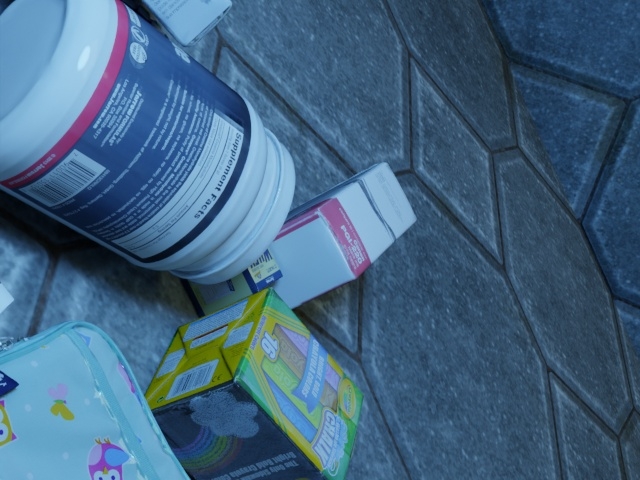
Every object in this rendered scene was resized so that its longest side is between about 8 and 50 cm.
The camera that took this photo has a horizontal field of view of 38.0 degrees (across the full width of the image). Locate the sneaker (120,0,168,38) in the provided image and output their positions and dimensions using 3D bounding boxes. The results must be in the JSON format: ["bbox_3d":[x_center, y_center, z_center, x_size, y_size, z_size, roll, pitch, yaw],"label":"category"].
[{"bbox_3d":[-0.249,-0.227,0.962,0.224,0.083,0.098,47,53,-20],"label":"sneaker"}]

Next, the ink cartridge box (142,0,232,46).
[{"bbox_3d":[-0.240,-0.352,0.896,0.330,0.071,0.324,48,2,-28],"label":"ink cartridge box"}]

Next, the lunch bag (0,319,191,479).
[{"bbox_3d":[-0.189,0.199,0.678,0.279,0.107,0.224,64,29,-2],"label":"lunch bag"}]

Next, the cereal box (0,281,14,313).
[{"bbox_3d":[-0.321,-0.004,0.579,0.240,0.047,0.173,55,29,-16],"label":"cereal box"}]

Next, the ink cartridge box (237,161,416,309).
[{"bbox_3d":[0.000,0.000,1.089,0.092,0.158,0.218,60,30,-6],"label":"ink cartridge box"}]

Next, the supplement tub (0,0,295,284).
[{"bbox_3d":[-0.171,-0.089,0.841,0.272,0.191,0.191,35,41,-42],"label":"supplement tub"}]

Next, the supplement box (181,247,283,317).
[{"bbox_3d":[-0.101,0.024,0.982,0.083,0.083,0.056,64,29,-3],"label":"supplement box"}]

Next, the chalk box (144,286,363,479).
[{"bbox_3d":[-0.049,0.177,0.903,0.213,0.132,0.132,52,31,-24],"label":"chalk box"}]
